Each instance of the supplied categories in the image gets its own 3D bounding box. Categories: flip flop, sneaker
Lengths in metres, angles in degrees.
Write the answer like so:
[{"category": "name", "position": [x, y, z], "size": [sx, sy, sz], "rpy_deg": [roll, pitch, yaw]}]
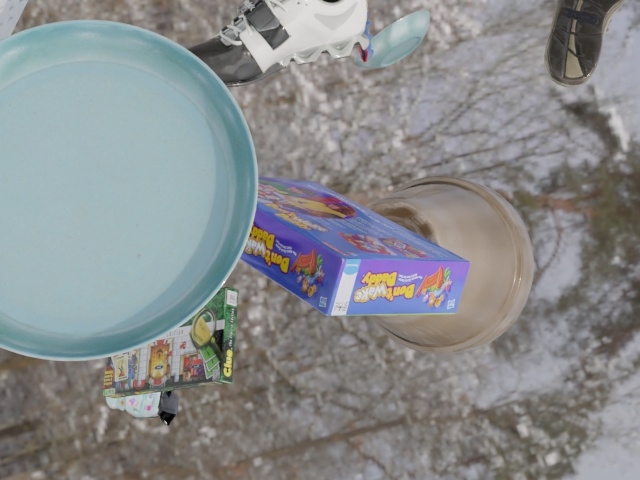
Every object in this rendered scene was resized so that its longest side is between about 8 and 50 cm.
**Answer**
[{"category": "flip flop", "position": [0.435, -0.360, 1.895], "size": [0.080, 0.112, 0.277], "rpy_deg": [88, 22, -67]}, {"category": "sneaker", "position": [-0.079, -0.338, 1.772], "size": [0.122, 0.331, 0.146], "rpy_deg": [47, -31, 42]}]

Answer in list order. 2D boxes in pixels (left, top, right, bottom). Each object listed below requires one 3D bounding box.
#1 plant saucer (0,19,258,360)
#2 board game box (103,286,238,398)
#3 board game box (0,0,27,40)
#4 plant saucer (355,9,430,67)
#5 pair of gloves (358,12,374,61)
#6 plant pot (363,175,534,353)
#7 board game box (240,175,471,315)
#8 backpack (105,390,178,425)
[{"category": "plant saucer", "position": [-0.214, -0.046, 1.042], "size": [0.043, 0.318, 0.317], "rpy_deg": [93, -22, -76]}, {"category": "board game box", "position": [-0.221, 0.151, 1.673], "size": [0.260, 0.030, 0.136], "rpy_deg": [-13, -115, 40]}, {"category": "board game box", "position": [-0.704, -0.310, 2.057], "size": [0.390, 0.050, 0.390], "rpy_deg": [-60, 172, 7]}, {"category": "plant saucer", "position": [0.165, -0.422, 2.491], "size": [0.037, 0.195, 0.195], "rpy_deg": [58, -28, 10]}, {"category": "pair of gloves", "position": [0.071, -0.428, 2.143], "size": [0.159, 0.023, 0.198], "rpy_deg": [-81, 158, -65]}, {"category": "plant pot", "position": [0.166, 0.035, 1.962], "size": [0.323, 0.280, 0.323], "rpy_deg": [-2, -95, 27]}, {"category": "board game box", "position": [0.000, 0.000, 1.583], "size": [0.347, 0.233, 0.078], "rpy_deg": [30, -70, 46]}, {"category": "backpack", "position": [-0.290, 0.232, 1.901], "size": [0.182, 0.115, 0.151], "rpy_deg": [137, -44, -84]}]
